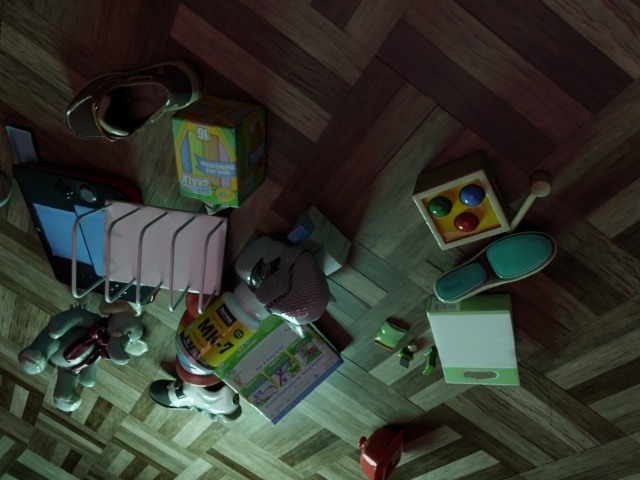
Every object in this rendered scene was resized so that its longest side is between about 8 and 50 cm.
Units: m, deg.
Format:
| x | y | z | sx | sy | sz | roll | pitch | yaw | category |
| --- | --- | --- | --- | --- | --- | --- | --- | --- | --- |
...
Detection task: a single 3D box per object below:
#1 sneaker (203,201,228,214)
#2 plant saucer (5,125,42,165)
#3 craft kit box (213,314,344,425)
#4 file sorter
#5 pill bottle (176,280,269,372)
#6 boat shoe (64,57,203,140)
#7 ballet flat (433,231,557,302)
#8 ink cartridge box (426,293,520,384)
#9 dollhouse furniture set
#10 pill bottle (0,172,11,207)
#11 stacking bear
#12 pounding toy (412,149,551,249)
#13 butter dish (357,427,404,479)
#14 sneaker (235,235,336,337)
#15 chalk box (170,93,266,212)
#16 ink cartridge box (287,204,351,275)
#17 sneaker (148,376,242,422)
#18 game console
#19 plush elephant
| x | y | z | sx | sy | sz | roll | pitch | yaw | category |
| --- | --- | --- | --- | --- | --- | --- | --- | --- | --- |
| -0.217 | -0.092 | 0.996 | 0.109 | 0.040 | 0.043 | -20 | 107 | 26 | sneaker |
| -0.724 | -0.193 | 1.125 | 0.067 | 0.018 | 0.192 | 17 | 127 | 9 | plant saucer |
| -0.112 | 0.305 | 1.149 | 0.250 | 0.061 | 0.246 | -42 | 110 | 0 | craft kit box |
| -0.363 | 0.038 | 0.983 | 0.278 | 0.173 | 0.192 | 8 | 105 | -3 | file sorter |
| -0.218 | 0.196 | 1.049 | 0.208 | 0.119 | 0.119 | -43 | 106 | 0 | pill bottle |
| -0.397 | -0.261 | 0.886 | 0.342 | 0.123 | 0.123 | -6 | 122 | 24 | boat shoe |
| 0.337 | 0.052 | 0.876 | 0.248 | 0.086 | 0.086 | -29 | 111 | 35 | ballet flat |
| 0.346 | 0.225 | 1.008 | 0.171 | 0.056 | 0.235 | -6 | 125 | 24 | ink cartridge box |
| 0.200 | 0.263 | 1.086 | 0.152 | 0.058 | 0.076 | 26 | 129 | 0 | dollhouse furniture set |
| -0.933 | -0.099 | 1.201 | 0.221 | 0.124 | 0.124 | -27 | 111 | 33 | pill bottle |
| -0.300 | 0.227 | 1.188 | 0.175 | 0.164 | 0.289 | 12 | 121 | 1 | stacking bear |
| 0.298 | -0.058 | 0.794 | 0.206 | 0.094 | 0.181 | -20 | 115 | 31 | pounding toy |
| 0.163 | 0.617 | 1.317 | 0.118 | 0.160 | 0.160 | 25 | 133 | 32 | butter dish |
| -0.039 | 0.115 | 0.940 | 0.210 | 0.137 | 0.366 | 47 | 170 | -26 | sneaker |
| -0.190 | -0.153 | 0.882 | 0.132 | 0.132 | 0.213 | 13 | 128 | 12 | chalk box |
| 0.000 | 0.000 | 0.949 | 0.122 | 0.088 | 0.052 | 44 | 126 | -13 | ink cartridge box |
| -0.399 | 0.457 | 1.427 | 0.331 | 0.122 | 0.146 | 4 | 107 | 19 | sneaker |
| -0.598 | -0.005 | 1.175 | 0.342 | 0.060 | 0.386 | 10 | 126 | 8 | game console |
| -0.635 | 0.291 | 1.306 | 0.255 | 0.330 | 0.271 | -7 | 126 | -3 | plush elephant |
